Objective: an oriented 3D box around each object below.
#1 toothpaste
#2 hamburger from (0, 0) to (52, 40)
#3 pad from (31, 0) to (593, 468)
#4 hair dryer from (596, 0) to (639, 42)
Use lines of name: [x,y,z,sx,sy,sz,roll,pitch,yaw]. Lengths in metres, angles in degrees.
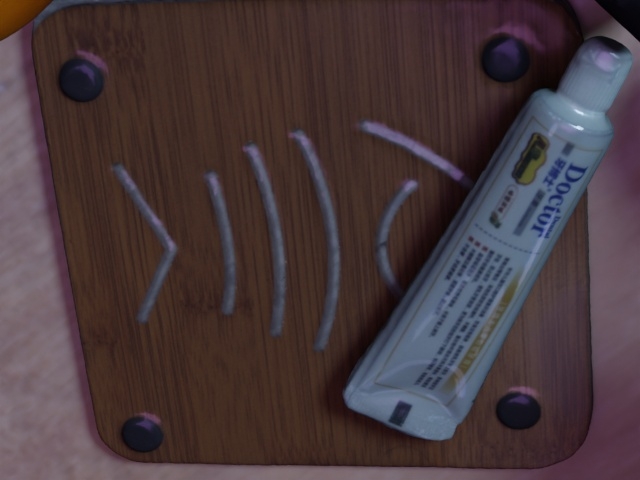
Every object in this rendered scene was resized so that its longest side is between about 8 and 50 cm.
toothpaste: [0.087,0.004,0.881,0.067,0.037,0.255,21,123,-8]
hamburger: [-0.160,-0.190,0.738,0.170,0.246,0.246,14,119,-9]
pad: [0.000,0.000,0.927,0.284,0.018,0.286,0,118,11]
hair dryer: [0.192,-0.267,0.721,0.189,0.107,0.352,40,109,-8]
